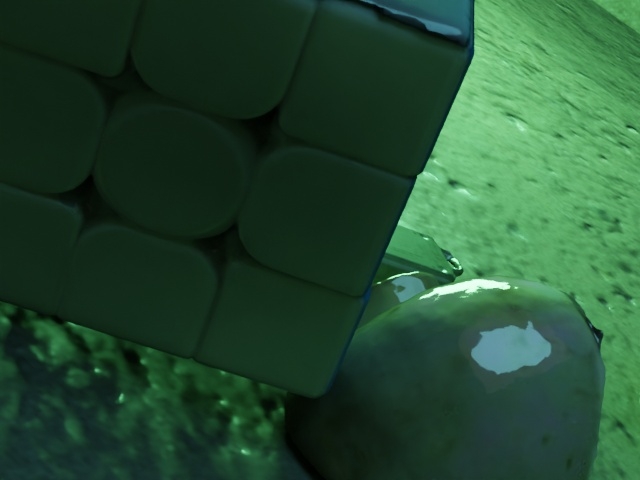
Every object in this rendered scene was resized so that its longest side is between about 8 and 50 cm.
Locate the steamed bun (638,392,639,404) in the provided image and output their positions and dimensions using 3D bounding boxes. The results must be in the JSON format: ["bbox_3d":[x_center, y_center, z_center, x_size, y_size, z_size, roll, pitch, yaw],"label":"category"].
[{"bbox_3d":[0.453,0.140,1.311,0.324,0.206,0.324,27,23,-12],"label":"steamed bun"}]

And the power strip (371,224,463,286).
[{"bbox_3d":[0.000,0.000,1.236,0.272,0.052,0.078,19,27,-28],"label":"power strip"}]

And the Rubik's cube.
[{"bbox_3d":[-0.073,-0.118,0.996,0.291,0.291,0.290,17,34,-4],"label":"Rubik's cube"}]

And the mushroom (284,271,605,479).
[{"bbox_3d":[0.082,0.089,1.023,0.173,0.162,0.236,13,28,-39],"label":"mushroom"}]
